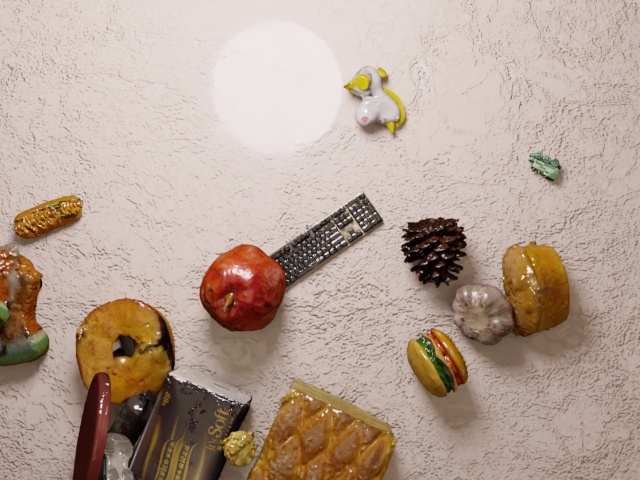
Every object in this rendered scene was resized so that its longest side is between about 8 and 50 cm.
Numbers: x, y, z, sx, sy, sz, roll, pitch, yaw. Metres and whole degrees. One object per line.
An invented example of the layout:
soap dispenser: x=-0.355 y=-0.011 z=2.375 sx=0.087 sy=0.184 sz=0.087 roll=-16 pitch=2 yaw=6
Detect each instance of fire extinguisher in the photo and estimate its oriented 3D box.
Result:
fire extinguisher: x=-0.453 y=0.443 z=1.724 sx=0.072 sy=0.089 sz=0.267 roll=32 pitch=109 yaw=-4

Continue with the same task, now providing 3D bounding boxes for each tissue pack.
tissue pack: x=-0.311 y=0.489 z=1.712 sx=0.210 sy=0.198 sz=0.369 roll=21 pitch=87 yaw=7

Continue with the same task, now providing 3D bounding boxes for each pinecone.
pinecone: x=0.274 y=0.032 z=1.764 sx=0.163 sy=0.163 sz=0.165 roll=-12 pitch=100 yaw=0

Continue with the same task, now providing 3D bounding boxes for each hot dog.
hot dog: x=-0.674 y=-0.059 z=1.819 sx=0.188 sy=0.055 sz=0.072 roll=-23 pitch=88 yaw=-2

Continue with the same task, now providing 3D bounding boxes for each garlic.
garlic: x=0.392 y=0.174 z=1.770 sx=0.159 sy=0.102 sz=0.147 roll=37 pitch=118 yaw=24

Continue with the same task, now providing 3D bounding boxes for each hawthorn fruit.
hawthorn fruit: x=-0.191 y=0.120 z=1.704 sx=0.208 sy=0.243 sz=0.207 roll=2 pitch=100 yaw=10

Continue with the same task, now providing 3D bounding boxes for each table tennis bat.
table tennis bat: x=-0.517 y=0.494 z=1.620 sx=0.051 sy=0.268 sz=0.414 roll=11 pitch=89 yaw=-23

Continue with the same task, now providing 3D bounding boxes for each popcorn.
popcorn: x=-0.173 y=0.451 z=1.606 sx=0.082 sy=0.057 sz=0.083 roll=42 pitch=77 yaw=-36

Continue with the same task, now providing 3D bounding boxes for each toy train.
toy train: x=0.552 y=-0.186 z=1.829 sx=0.083 sy=0.033 sz=0.053 roll=24 pitch=90 yaw=2

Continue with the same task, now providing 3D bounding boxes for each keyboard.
keyboard: x=0.000 y=0.000 z=1.825 sx=0.317 sy=0.027 sz=0.106 roll=-35 pitch=87 yaw=-1

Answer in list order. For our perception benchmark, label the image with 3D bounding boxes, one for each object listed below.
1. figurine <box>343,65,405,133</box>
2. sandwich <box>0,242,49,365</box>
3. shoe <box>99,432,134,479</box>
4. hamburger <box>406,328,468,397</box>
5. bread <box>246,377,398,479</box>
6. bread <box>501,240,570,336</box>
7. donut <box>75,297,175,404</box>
figurine: x=0.137 y=-0.343 z=1.819 sx=0.130 sy=0.109 sz=0.178 roll=-22 pitch=90 yaw=-23
sandwich: x=-0.770 y=0.153 z=1.755 sx=0.251 sy=0.162 sz=0.300 roll=10 pitch=89 yaw=-3
shoe: x=-0.456 y=0.505 z=1.610 sx=0.071 sy=0.169 sz=0.099 roll=17 pitch=121 yaw=-32
hamburger: x=0.274 y=0.287 z=1.744 sx=0.115 sy=0.162 sz=0.162 roll=-30 pitch=87 yaw=-5
bread: x=0.002 y=0.499 z=1.705 sx=0.279 sy=0.207 sz=0.278 roll=22 pitch=86 yaw=3
bread: x=0.521 y=0.114 z=1.766 sx=0.143 sy=0.139 sz=0.228 roll=-9 pitch=88 yaw=-8
donut: x=-0.463 y=0.262 z=1.768 sx=0.254 sy=0.118 sz=0.253 roll=0 pitch=85 yaw=-1
